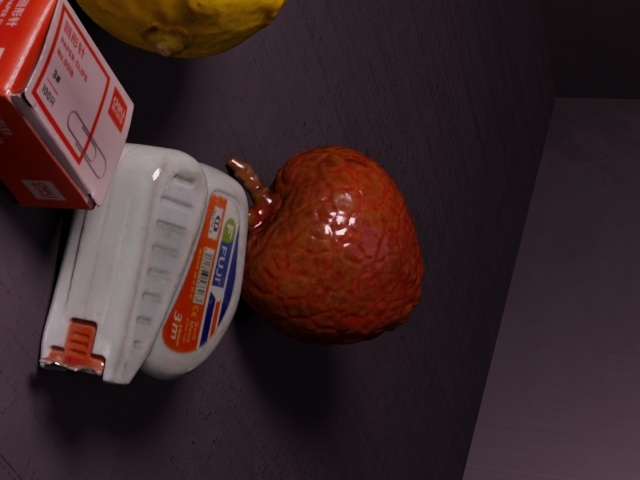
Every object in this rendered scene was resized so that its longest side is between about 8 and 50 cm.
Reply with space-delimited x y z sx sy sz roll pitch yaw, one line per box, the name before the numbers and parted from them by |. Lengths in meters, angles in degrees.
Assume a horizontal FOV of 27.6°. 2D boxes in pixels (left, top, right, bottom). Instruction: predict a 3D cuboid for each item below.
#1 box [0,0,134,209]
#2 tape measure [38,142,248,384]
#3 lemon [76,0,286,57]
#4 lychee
box | -0.254 -0.130 1.192 0.182 0.099 0.133 65 34 -51
tape measure | -0.183 0.029 1.368 0.246 0.125 0.243 23 79 -64
lemon | -0.131 -0.320 1.270 0.284 0.260 0.260 -61 153 -9
lychee | 0.000 0.000 1.686 0.300 0.255 0.255 34 56 -26
